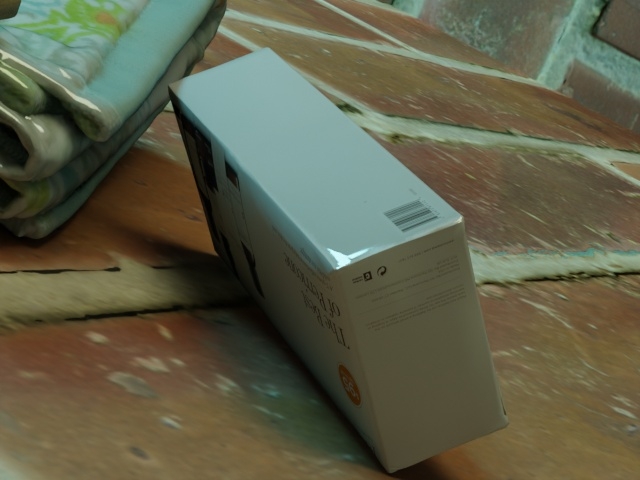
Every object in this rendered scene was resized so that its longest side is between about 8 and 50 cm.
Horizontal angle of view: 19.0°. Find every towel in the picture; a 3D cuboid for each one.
[{"bbox_3d":[-0.219,-0.145,0.955,0.321,0.090,0.374,26,19,-1],"label":"towel"}]

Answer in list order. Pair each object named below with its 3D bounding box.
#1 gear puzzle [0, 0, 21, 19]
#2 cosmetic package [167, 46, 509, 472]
[{"bbox_3d":[-0.283,-0.179,0.779,0.339,0.044,0.175,32,24,19],"label":"gear puzzle"},{"bbox_3d":[0.000,0.000,0.837,0.060,0.099,0.239,-23,27,-11],"label":"cosmetic package"}]
